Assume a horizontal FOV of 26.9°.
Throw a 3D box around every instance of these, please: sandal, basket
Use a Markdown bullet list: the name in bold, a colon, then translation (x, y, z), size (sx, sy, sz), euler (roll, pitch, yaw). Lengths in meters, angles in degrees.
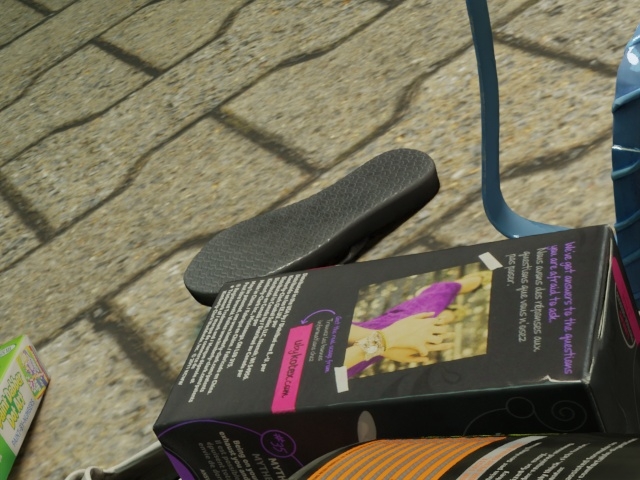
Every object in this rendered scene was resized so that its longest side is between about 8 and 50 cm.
- **sandal**: translation (0.001, 0.000, 1.196), size (0.254, 0.054, 0.097), euler (-27, 35, -17)
- **basket**: translation (0.236, -0.072, 0.903), size (0.289, 0.255, 0.201), euler (14, 47, 25)

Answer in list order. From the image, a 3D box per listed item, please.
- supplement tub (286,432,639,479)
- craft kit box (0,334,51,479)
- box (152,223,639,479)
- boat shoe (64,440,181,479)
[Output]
- **supplement tub**: translation (0.090, 0.192, 0.608), size (0.338, 0.207, 0.207), euler (-13, 30, 52)
- **craft kit box**: translation (-0.368, 0.193, 1.142), size (0.246, 0.061, 0.250), euler (-27, 16, 8)
- **box**: translation (0.063, 0.111, 0.826), size (0.270, 0.165, 0.143), euler (-8, 34, 25)
- **boat shoe**: translation (-0.151, 0.203, 0.955), size (0.267, 0.088, 0.096), euler (-27, 30, 4)
